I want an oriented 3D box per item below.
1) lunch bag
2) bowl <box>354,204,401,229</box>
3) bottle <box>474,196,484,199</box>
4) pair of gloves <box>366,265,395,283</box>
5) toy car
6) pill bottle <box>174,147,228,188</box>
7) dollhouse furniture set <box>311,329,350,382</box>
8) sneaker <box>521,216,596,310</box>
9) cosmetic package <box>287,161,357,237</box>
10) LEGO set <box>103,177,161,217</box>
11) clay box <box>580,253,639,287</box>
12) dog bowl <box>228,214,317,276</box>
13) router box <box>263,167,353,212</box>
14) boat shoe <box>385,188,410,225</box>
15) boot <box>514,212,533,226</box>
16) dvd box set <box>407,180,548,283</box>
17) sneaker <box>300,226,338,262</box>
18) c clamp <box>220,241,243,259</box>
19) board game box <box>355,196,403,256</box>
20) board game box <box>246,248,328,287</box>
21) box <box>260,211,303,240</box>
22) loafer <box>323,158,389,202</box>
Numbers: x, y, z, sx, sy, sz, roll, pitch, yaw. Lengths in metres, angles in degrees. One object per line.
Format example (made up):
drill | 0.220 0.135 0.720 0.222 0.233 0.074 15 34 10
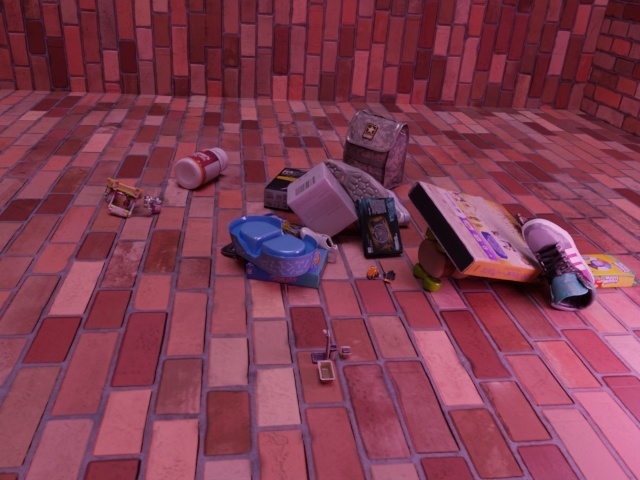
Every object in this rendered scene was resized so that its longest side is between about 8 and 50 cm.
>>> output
lunch bag | 0.224 -0.373 2.353 0.235 0.287 0.169 25 33 34
bowl | 0.184 -0.060 1.946 0.170 0.080 0.170 4 27 -2
bottle | 0.570 -0.072 2.014 0.118 0.092 0.283 10 26 1
pair of gloves | 0.178 0.100 1.703 0.083 0.010 0.074 12 27 13
toy car | 0.389 0.058 1.676 0.188 0.155 0.149 7 25 -17
pill bottle | -0.461 -0.289 2.264 0.121 0.121 0.221 14 28 19
dollhouse furniture set | 0.032 0.255 1.288 0.091 0.081 0.114 0 27 -8
sneaker | 0.652 0.086 1.576 0.295 0.124 0.178 45 35 -16
cosmetic package | 0.004 -0.123 1.878 0.151 0.183 0.151 -33 24 13
LEGO set | -0.695 -0.144 2.005 0.287 0.107 0.132 17 -6 33
clay box | 0.851 0.092 1.772 0.222 0.053 0.127 -2 28 -11
dog bowl | -0.139 0.015 1.646 0.166 0.074 0.297 -21 35 -40
router box | -0.028 -0.177 2.149 0.309 0.081 0.243 10 28 12
boat shoe | 0.239 -0.124 2.078 0.076 0.083 0.226 -7 29 -23
boot | 0.648 -0.025 1.766 0.106 0.037 0.114 15 41 -35
dvd box set | 0.469 -0.018 1.664 0.420 0.062 0.307 8 42 -41
sneaker | 0.000 0.000 1.777 0.152 0.061 0.054 40 42 23
c clamp | -0.231 0.024 1.779 0.137 0.022 0.161 5 24 24
board game box | 0.187 -0.044 1.832 0.126 0.186 0.026 -4 -15 -15
board game box | -0.093 0.068 1.684 0.210 0.047 0.160 7 26 9
box | -0.126 -0.035 1.872 0.169 0.059 0.054 25 31 35
loafer | 0.130 -0.198 2.008 0.111 0.112 0.319 4 27 -45
